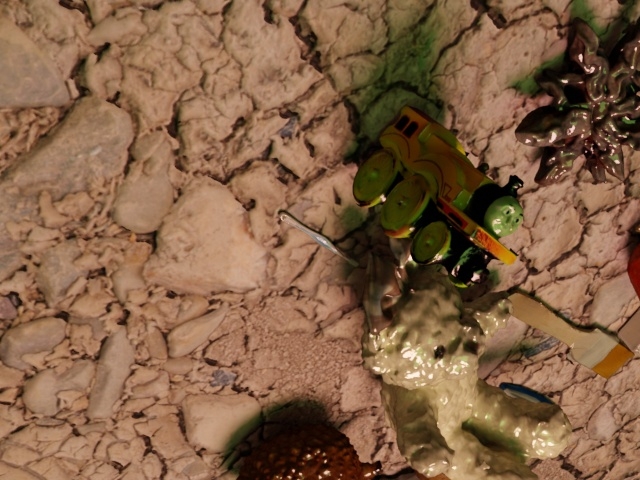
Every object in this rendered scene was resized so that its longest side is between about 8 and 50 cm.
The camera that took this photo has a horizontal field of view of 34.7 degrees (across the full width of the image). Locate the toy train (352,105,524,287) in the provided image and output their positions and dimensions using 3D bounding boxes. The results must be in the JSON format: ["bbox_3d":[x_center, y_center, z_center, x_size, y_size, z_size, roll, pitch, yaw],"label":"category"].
[{"bbox_3d":[0.152,-0.056,1.303,0.100,0.296,0.160,33,101,-35],"label":"toy train"}]

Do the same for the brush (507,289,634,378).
[{"bbox_3d":[0.419,0.156,1.747,0.336,0.020,0.085,30,111,-35],"label":"brush"}]

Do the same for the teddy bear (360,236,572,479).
[{"bbox_3d":[0.219,0.193,1.512,0.327,0.375,0.362,-52,164,-34],"label":"teddy bear"}]

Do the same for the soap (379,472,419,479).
[{"bbox_3d":[0.251,0.546,1.804,0.258,0.302,0.159,-11,136,-14],"label":"soap"}]

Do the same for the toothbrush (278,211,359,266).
[{"bbox_3d":[0.000,0.000,1.461,0.162,0.017,0.014,33,108,-37],"label":"toothbrush"}]

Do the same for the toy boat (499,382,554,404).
[{"bbox_3d":[0.387,0.320,1.846,0.080,0.046,0.229,-38,132,12],"label":"toy boat"}]

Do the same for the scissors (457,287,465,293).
[{"bbox_3d":[0.224,0.076,1.616,0.036,0.006,0.083,27,112,-33],"label":"scissors"}]

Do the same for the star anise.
[{"bbox_3d":[0.386,-0.183,1.418,0.212,0.129,0.282,24,110,-16],"label":"star anise"}]

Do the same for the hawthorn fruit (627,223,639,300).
[{"bbox_3d":[0.583,0.046,1.620,0.253,0.205,0.205,33,109,-32],"label":"hawthorn fruit"}]

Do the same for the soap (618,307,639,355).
[{"bbox_3d":[0.631,0.164,1.809,0.183,0.064,0.121,22,115,-33],"label":"soap"}]

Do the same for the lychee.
[{"bbox_3d":[-0.016,0.387,1.639,0.238,0.200,0.200,-6,128,-2],"label":"lychee"}]

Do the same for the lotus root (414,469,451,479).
[{"bbox_3d":[0.218,0.379,1.774,0.122,0.112,0.081,4,131,-26],"label":"lotus root"}]
